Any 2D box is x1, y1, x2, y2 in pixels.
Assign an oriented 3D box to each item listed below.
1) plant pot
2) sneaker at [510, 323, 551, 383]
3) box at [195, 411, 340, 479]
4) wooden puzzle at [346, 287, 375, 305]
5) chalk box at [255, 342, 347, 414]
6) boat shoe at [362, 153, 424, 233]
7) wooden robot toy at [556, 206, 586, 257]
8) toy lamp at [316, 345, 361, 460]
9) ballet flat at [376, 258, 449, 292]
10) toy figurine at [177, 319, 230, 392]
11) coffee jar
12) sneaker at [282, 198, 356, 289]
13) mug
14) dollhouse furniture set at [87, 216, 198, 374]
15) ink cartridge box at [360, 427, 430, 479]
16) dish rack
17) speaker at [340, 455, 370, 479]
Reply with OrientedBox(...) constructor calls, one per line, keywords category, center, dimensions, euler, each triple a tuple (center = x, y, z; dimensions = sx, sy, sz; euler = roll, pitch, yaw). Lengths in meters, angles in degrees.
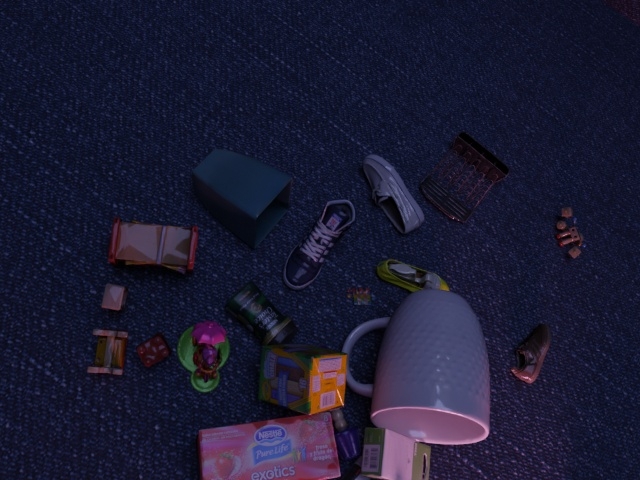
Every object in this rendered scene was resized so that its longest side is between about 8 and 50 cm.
OrientedBox(category="plant pot", center=(-0.222, -0.132, 1.539), dimensions=(0.234, 0.165, 0.166), euler=(33, 61, 10))
OrientedBox(category="sneaker", center=(0.599, 0.308, 1.615), dimensions=(0.071, 0.066, 0.188), euler=(29, 61, 0))
OrientedBox(category="box", center=(-0.124, 0.486, 1.280), dimensions=(0.300, 0.154, 0.142), euler=(-3, 66, -16))
OrientedBox(category="wooden puzzle", center=(0.114, 0.157, 1.582), dimensions=(0.083, 0.006, 0.049), euler=(1, 66, -16))
OrientedBox(category="chalk box", center=(-0.059, 0.317, 1.347), dimensions=(0.132, 0.213, 0.132), euler=(6, 88, -50))
OrientedBox(category="boat shoe", center=(0.199, -0.137, 1.699), dimensions=(0.088, 0.096, 0.267), euler=(-31, 85, -30))
OrientedBox(category="wooden robot toy", center=(0.816, -0.018, 1.844), dimensions=(0.079, 0.076, 0.173), euler=(19, 55, -47))
OrientedBox(category="toy lamp", center=(0.028, 0.402, 1.405), dimensions=(0.080, 0.080, 0.275), euler=(-15, 68, -21))
OrientedBox(category="ballet flat", center=(0.271, 0.108, 1.609), dimensions=(0.231, 0.077, 0.077), euler=(19, 61, -7))
OrientedBox(category="toy figurine", center=(-0.270, 0.259, 1.339), dimensions=(0.130, 0.159, 0.173), euler=(0, 66, -16))
OrientedBox(category="coffee jar", center=(-0.148, 0.199, 1.447), dimensions=(0.184, 0.079, 0.096), euler=(43, 62, 6))
OrientedBox(category="sneaker", center=(0.000, 0.000, 1.540), dimensions=(0.099, 0.153, 0.282), euler=(36, 62, 3))
OrientedBox(category="mug", center=(0.232, 0.301, 1.425), dimensions=(0.374, 0.276, 0.328), euler=(0, 55, 18))
OrientedBox(category="dollhouse furniture set", center=(-0.423, 0.137, 1.384), dimensions=(0.201, 0.152, 0.374), euler=(8, 81, -13))
OrientedBox(category="ink cartridge box", center=(0.185, 0.531, 1.373), dimensions=(0.209, 0.062, 0.109), euler=(34, 54, -40))
OrientedBox(category="dish rack", center=(0.452, -0.197, 1.806), dimensions=(0.208, 0.074, 0.271), euler=(40, 62, 6))
OrientedBox(category="speaker", center=(0.073, 0.581, 1.346), dimensions=(0.055, 0.055, 0.136), euler=(43, 62, 7))
